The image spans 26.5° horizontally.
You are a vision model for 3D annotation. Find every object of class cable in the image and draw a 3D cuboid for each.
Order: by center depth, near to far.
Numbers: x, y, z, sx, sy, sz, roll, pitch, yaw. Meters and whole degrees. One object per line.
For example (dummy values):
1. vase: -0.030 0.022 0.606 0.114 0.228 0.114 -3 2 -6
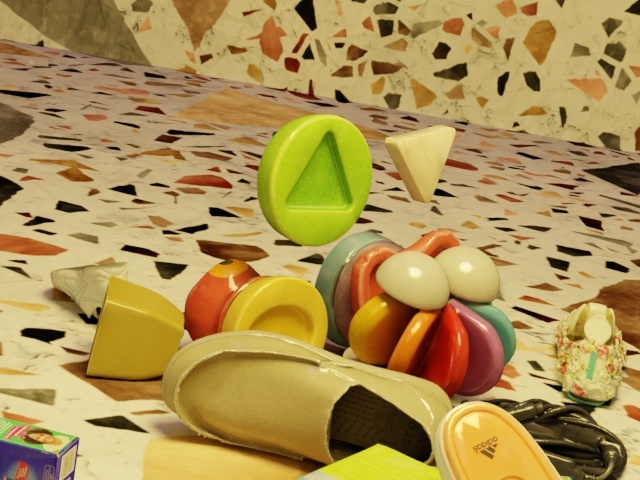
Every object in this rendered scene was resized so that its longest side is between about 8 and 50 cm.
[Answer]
1. cable: 0.203 0.180 1.303 0.185 0.047 0.150 14 16 18

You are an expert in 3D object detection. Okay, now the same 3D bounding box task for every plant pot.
1. plant pot: -0.180 0.092 1.344 0.083 0.081 0.081 14 15 -10

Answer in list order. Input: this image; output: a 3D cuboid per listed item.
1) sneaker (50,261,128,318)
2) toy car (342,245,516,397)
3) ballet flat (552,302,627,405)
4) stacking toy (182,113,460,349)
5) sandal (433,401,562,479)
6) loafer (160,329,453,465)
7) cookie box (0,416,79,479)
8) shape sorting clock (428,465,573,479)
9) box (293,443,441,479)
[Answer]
1. sneaker: -0.253 0.056 1.481 0.054 0.061 0.152 -10 4 -31
2. toy car: 0.121 0.100 1.352 0.182 0.159 0.136 -5 34 -42
3. ballet flat: 0.312 0.115 1.544 0.091 0.077 0.241 10 15 4
4. stacking toy: 0.000 0.000 1.422 0.309 0.279 0.130 -3 14 -41
5. sandal: 0.164 0.211 0.901 0.102 0.076 0.265 -25 66 -24
6. loafer: -0.008 0.146 1.203 0.269 0.101 0.092 9 10 -5
7. cookie box: -0.235 0.177 0.979 0.107 0.091 0.040 12 13 10
8. shape sorting clock: 0.144 0.230 1.099 0.206 0.040 0.206 5 15 -1
9. box: 0.031 0.197 0.950 0.109 0.042 0.178 20 18 33
